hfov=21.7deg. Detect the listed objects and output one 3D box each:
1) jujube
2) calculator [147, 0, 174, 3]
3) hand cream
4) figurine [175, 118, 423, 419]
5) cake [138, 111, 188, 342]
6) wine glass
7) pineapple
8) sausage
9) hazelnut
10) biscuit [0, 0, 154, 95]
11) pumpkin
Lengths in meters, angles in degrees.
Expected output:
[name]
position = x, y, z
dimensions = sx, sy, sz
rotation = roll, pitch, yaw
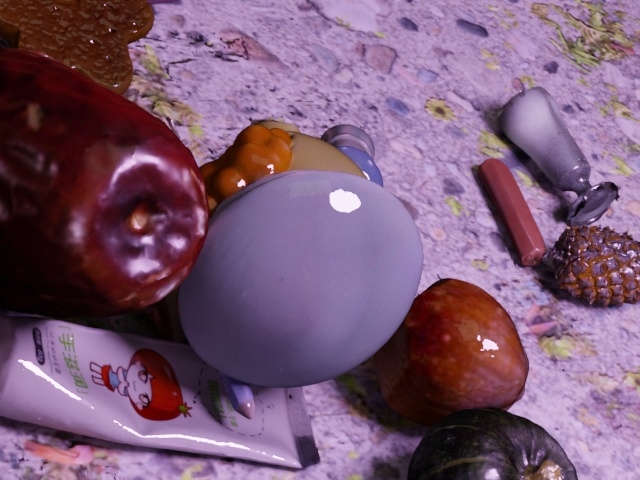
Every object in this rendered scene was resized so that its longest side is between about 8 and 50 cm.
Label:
[jujube]
position = -0.221, -0.042, 1.347
dimensions = 0.223, 0.223, 0.318
rotation = -8, 15, -36
[calculator]
position = -0.276, -0.323, 1.788
dimensions = 0.294, 0.043, 0.194
rotation = 1, 49, -25
[hand cream]
position = -0.153, 0.123, 1.401
dimensions = 0.336, 0.076, 0.121
rotation = 13, 43, -29
[figurine]
position = 0.003, -0.030, 1.488
dimensions = 0.205, 0.224, 0.382
rotation = 9, 33, 10
[cake]
position = -0.150, -0.028, 1.504
dimensions = 0.086, 0.117, 0.220
rotation = -14, 56, -47
[wine glass]
position = 0.262, -0.093, 1.854
dimensions = 0.072, 0.072, 0.155
rotation = -8, 54, -36
[pineapple]
position = 0.333, 0.041, 1.748
dimensions = 0.221, 0.083, 0.103
rotation = 15, 27, -17
[sausage]
position = 0.205, -0.030, 1.784
dimensions = 0.035, 0.030, 0.147
rotation = 1, 49, -29
[hazelnut]
position = 0.122, 0.107, 1.510
dimensions = 0.143, 0.154, 0.143
rotation = 3, 73, -10
[biscuit]
position = -0.257, -0.245, 1.686
dimensions = 0.180, 0.039, 0.236
rotation = 3, 64, -21
[pumpkin]
position = 0.152, 0.220, 1.430
dimensions = 0.167, 0.125, 0.167
rotation = 20, 31, -12
